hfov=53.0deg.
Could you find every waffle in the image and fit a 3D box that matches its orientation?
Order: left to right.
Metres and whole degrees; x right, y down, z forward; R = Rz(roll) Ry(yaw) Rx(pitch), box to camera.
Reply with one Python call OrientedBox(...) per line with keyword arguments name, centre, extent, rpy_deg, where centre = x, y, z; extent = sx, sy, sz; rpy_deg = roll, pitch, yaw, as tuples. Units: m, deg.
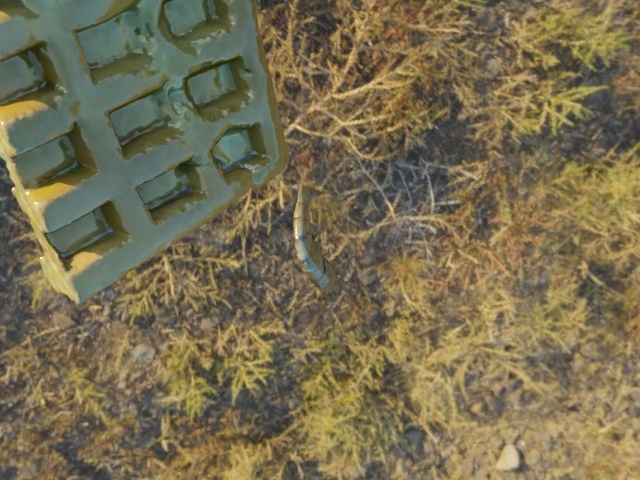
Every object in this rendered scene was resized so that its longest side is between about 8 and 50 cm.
OrientedBox(name="waffle", centre=(-0.167, -0.156, 0.594), extent=(0.304, 0.078, 0.348), rpy_deg=(-37, 131, -36))

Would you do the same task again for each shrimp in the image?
OrientedBox(name="shrimp", centre=(-0.003, 0.000, 0.929), extent=(0.035, 0.147, 0.195), rpy_deg=(-11, 146, 11))

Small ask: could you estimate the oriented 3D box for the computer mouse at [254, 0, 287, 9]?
OrientedBox(name="computer mouse", centre=(-0.061, -0.347, 0.729), extent=(0.071, 0.231, 0.126), rpy_deg=(-16, 136, -4))
